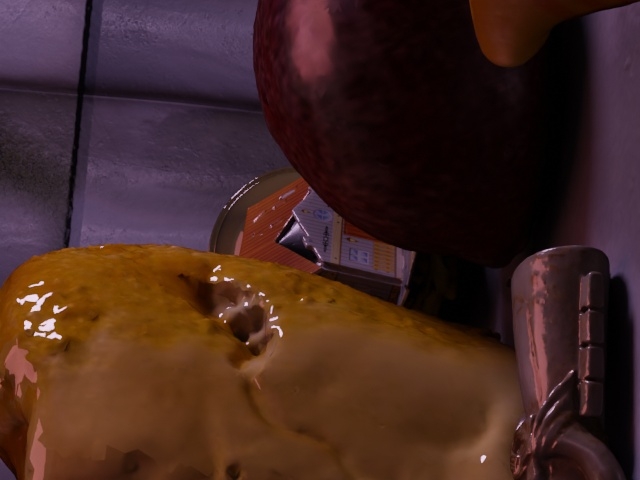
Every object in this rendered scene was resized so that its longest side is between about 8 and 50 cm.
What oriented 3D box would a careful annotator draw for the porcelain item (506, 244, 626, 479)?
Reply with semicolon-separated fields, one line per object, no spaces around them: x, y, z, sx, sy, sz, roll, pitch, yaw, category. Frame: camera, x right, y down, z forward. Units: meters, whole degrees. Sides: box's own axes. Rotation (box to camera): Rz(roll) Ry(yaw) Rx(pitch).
0.129;0.113;0.717;0.084;0.054;0.213;105;168;-65;porcelain item

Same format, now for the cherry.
0.061;-0.118;0.928;0.230;0.203;0.300;127;125;-64;cherry

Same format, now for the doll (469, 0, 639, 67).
0.119;-0.236;0.651;0.166;0.162;0.270;-15;59;51;doll

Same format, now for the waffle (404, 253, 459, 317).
0.086;0.028;1.237;0.262;0.060;0.280;117;160;-80;waffle

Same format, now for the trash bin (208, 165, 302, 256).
-0.020;0.041;1.546;0.334;0.214;0.214;96;178;-73;trash bin

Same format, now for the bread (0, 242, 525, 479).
-0.043;0.135;0.915;0.361;0.394;0.250;103;-173;-73;bread

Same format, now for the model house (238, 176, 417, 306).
0.000;0.000;1.133;0.219;0.136;0.207;-86;9;-51;model house
